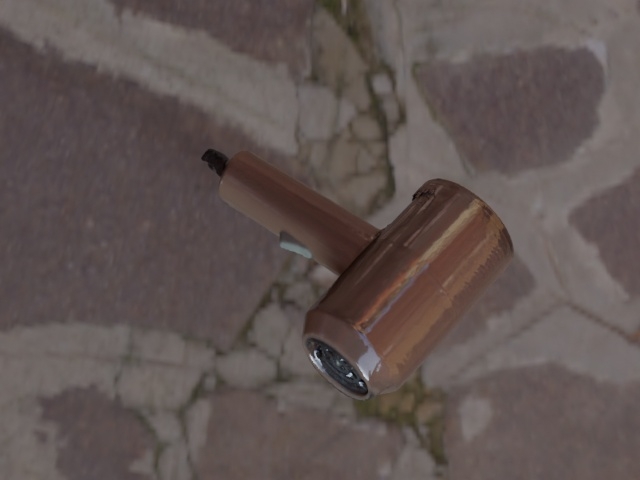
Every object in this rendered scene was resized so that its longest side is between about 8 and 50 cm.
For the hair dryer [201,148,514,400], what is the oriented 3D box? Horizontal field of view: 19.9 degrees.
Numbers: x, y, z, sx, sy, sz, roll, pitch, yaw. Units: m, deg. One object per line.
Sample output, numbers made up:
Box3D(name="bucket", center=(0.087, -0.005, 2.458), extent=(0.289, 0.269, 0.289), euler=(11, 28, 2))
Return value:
Box3D(name="hair dryer", center=(0.000, 0.000, 0.977), extent=(0.181, 0.117, 0.064), euler=(31, 155, 29))
